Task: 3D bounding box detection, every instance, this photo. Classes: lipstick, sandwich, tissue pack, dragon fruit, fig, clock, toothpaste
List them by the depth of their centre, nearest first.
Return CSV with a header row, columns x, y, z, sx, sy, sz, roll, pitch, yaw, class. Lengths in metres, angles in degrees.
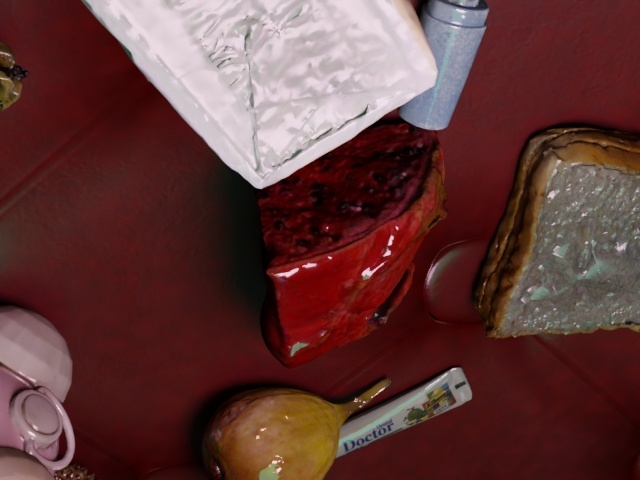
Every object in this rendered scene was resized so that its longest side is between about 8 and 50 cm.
x,y,z,sx,sy,sz,roll,pitch,yaw,class
-0.100,-0.289,1.132,0.205,0.405,0.332,-31,128,9,tissue pack
0.142,-0.246,1.440,0.068,0.061,0.274,7,121,-15,lipstick
-0.414,0.259,1.547,0.326,0.342,0.184,-35,133,24,clock
0.000,0.000,1.564,0.302,0.240,0.330,-27,158,-26,dragon fruit
0.359,-0.001,1.656,0.301,0.099,0.271,4,127,-14,sandwich
-0.023,0.234,1.750,0.257,0.159,0.159,-27,131,-16,fig
0.075,0.235,1.822,0.255,0.037,0.067,-25,129,3,toothpaste

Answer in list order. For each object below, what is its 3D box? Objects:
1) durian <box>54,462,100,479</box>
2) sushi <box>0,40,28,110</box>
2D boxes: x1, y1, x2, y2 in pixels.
x,y,z,sx,sy,sz,roll,pitch,yaw,class
-0.349,0.343,1.734,0.196,0.167,0.196,-4,119,-8,durian
-0.428,-0.108,1.383,0.291,0.131,0.139,-34,129,25,sushi
